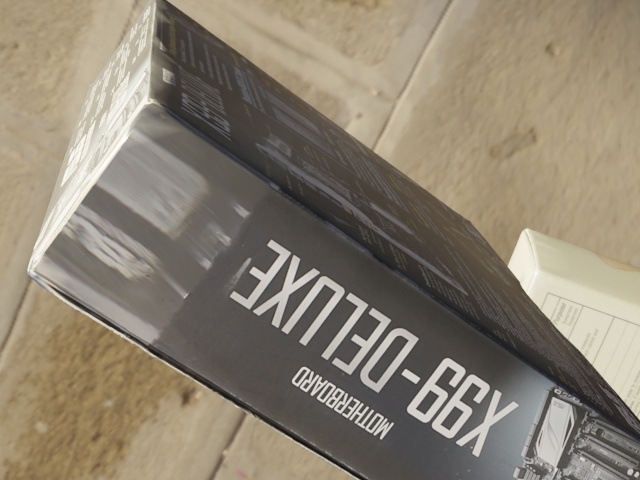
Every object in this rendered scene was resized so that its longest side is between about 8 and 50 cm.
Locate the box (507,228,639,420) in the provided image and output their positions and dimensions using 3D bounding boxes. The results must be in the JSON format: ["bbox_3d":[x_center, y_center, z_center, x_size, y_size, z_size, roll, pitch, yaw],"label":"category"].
[{"bbox_3d":[0.293,0.117,0.933,0.311,0.121,0.148,21,110,-1],"label":"box"}]

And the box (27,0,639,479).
[{"bbox_3d":[0.000,0.000,0.525,0.242,0.307,0.076,34,101,-18],"label":"box"}]
